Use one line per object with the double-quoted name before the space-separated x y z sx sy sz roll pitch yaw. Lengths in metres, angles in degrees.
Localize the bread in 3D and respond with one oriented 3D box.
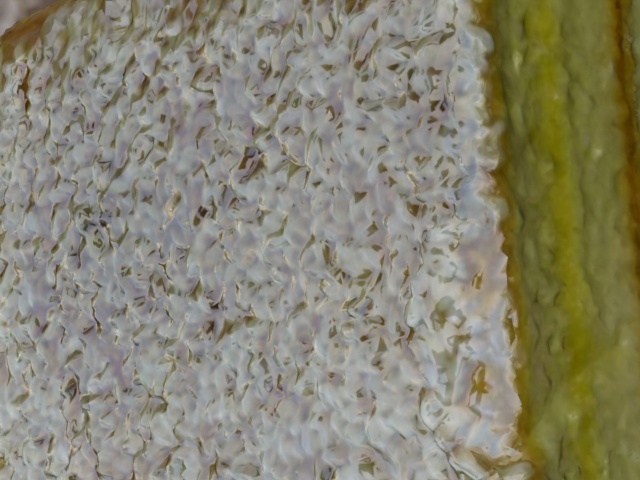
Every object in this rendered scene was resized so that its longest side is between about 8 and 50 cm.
"bread" 0.000 0.000 0.592 0.234 0.110 0.184 -11 81 45
